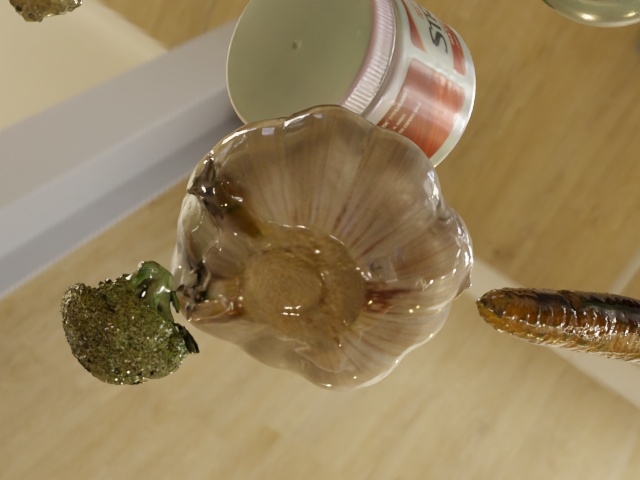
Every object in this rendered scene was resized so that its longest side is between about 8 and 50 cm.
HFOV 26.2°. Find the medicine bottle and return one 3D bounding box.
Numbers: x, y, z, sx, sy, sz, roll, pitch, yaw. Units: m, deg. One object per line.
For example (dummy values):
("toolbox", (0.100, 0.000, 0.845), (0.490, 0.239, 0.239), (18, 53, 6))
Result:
("medicine bottle", (0.044, -0.218, 1.819), (0.241, 0.252, 0.252), (20, -153, -49))

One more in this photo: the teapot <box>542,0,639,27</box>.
("teapot", (0.279, -0.304, 1.325), (0.294, 0.193, 0.129), (25, -166, 17))

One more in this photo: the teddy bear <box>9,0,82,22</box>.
("teddy bear", (-0.266, -0.354, 1.224), (0.256, 0.267, 0.156), (33, -178, 42))

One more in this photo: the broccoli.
("broccoli", (-0.180, 0.076, 1.286), (0.130, 0.131, 0.120), (33, -118, -12))

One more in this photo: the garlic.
("garlic", (0.001, 0.007, 1.444), (0.322, 0.322, 0.241), (20, -131, -18))

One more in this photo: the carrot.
("carrot", (0.246, 0.078, 1.218), (0.314, 0.066, 0.066), (10, -145, -39))
